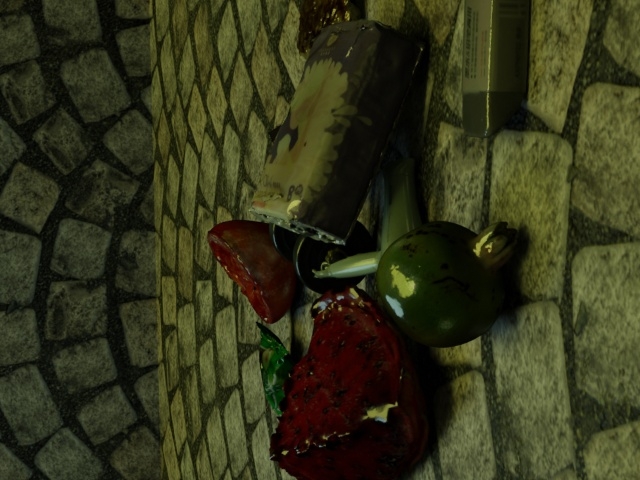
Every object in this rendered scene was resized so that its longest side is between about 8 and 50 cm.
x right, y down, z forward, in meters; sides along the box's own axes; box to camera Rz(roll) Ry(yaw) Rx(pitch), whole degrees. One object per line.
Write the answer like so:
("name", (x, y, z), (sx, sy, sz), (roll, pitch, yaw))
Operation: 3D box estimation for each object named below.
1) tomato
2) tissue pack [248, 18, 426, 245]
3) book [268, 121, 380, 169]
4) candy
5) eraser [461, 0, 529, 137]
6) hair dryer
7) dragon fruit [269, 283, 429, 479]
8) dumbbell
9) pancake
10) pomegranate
("tomato", (-0.119, 0.043, 2.494), (0.233, 0.139, 0.200), (53, 166, -2))
("tissue pack", (0.021, -0.171, 1.940), (0.343, 0.125, 0.242), (-68, 22, -1))
("book", (0.005, -0.158, 2.142), (0.026, 0.157, 0.231), (52, -169, -44))
("candy", (-0.084, 0.278, 2.500), (0.141, 0.078, 0.203), (-102, 7, -59))
("eraser", (0.228, -0.310, 1.586), (0.089, 0.061, 0.351), (-161, 71, -69))
("hair dryer", (0.070, -0.001, 1.938), (0.237, 0.075, 0.206), (-26, 57, 39))
("dragon fruit", (0.097, 0.232, 1.963), (0.286, 0.228, 0.329), (-31, 35, 33))
("dumbbell", (0.000, 0.000, 2.132), (0.325, 0.143, 0.143), (-134, 46, -63))
("pancake", (0.018, -0.434, 2.234), (0.266, 0.057, 0.244), (140, 135, -61))
("pomegranate", (0.178, 0.043, 1.623), (0.210, 0.180, 0.180), (-43, 44, 28))
